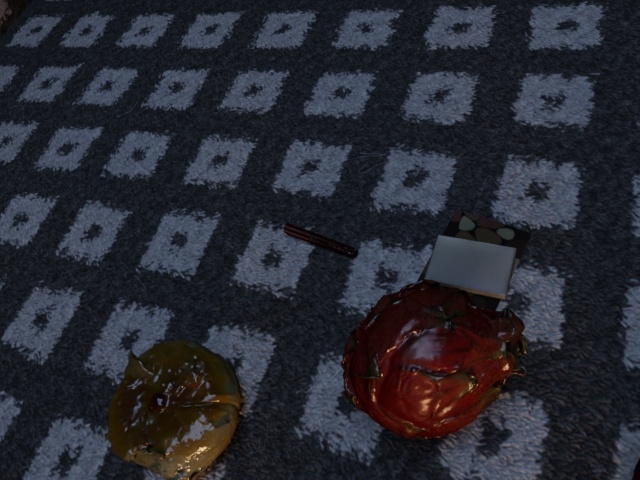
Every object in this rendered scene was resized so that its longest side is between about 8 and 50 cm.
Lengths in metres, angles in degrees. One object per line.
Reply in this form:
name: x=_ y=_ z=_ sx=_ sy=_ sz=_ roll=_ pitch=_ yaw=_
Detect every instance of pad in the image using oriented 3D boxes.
pad: x=0.283 y=0.053 z=1.084 sx=0.158 sy=0.003 sz=0.235 roll=21 pitch=66 yaw=28

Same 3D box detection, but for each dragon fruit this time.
dragon fruit: x=0.168 y=0.178 z=0.893 sx=0.299 sy=0.244 sz=0.244 roll=-26 pitch=52 yaw=22

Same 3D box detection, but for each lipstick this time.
lipstick: x=0.000 y=0.001 z=1.198 sx=0.177 sy=0.027 sz=0.027 roll=21 pitch=66 yaw=27

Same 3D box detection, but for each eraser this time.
eraser: x=0.281 y=0.047 z=1.071 sx=0.150 sy=0.023 sz=0.103 roll=11 pitch=62 yaw=24

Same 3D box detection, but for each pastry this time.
pastry: x=-0.264 y=0.295 z=1.030 sx=0.257 sy=0.120 sz=0.235 roll=16 pitch=64 yaw=26

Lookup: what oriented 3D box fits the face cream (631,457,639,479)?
face cream: x=0.499 y=0.320 z=0.721 sx=0.175 sy=0.195 sz=0.175 roll=-9 pitch=54 yaw=13
